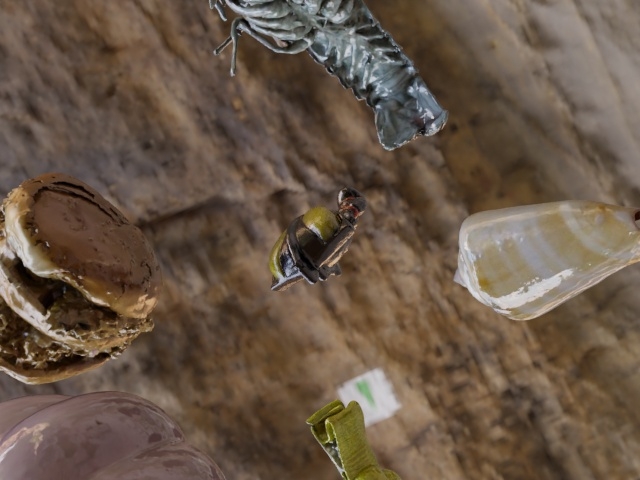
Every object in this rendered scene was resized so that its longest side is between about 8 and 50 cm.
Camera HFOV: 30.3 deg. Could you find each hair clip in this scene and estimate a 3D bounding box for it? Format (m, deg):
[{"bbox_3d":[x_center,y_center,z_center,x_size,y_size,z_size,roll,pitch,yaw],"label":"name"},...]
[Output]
[{"bbox_3d":[0.050,0.248,1.230,0.046,0.072,0.173,-10,107,55],"label":"hair clip"}]

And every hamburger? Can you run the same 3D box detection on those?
[{"bbox_3d":[-0.319,0.054,1.464,0.245,0.211,0.260,30,-155,-20],"label":"hamburger"}]

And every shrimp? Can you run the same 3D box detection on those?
[{"bbox_3d":[-0.019,-0.248,1.245,0.410,0.221,0.166,36,-150,-41],"label":"shrimp"}]

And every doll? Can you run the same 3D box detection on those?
[{"bbox_3d":[-0.003,-0.001,1.453,0.248,0.088,0.127,-56,-14,-67],"label":"doll"}]

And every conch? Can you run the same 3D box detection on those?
[{"bbox_3d":[0.256,0.027,1.351,0.158,0.255,0.127,38,-121,-28],"label":"conch"}]

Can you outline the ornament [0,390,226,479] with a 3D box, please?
[{"bbox_3d":[-0.128,0.165,0.623,0.177,0.177,0.177,-24,-90,-87],"label":"ornament"}]
